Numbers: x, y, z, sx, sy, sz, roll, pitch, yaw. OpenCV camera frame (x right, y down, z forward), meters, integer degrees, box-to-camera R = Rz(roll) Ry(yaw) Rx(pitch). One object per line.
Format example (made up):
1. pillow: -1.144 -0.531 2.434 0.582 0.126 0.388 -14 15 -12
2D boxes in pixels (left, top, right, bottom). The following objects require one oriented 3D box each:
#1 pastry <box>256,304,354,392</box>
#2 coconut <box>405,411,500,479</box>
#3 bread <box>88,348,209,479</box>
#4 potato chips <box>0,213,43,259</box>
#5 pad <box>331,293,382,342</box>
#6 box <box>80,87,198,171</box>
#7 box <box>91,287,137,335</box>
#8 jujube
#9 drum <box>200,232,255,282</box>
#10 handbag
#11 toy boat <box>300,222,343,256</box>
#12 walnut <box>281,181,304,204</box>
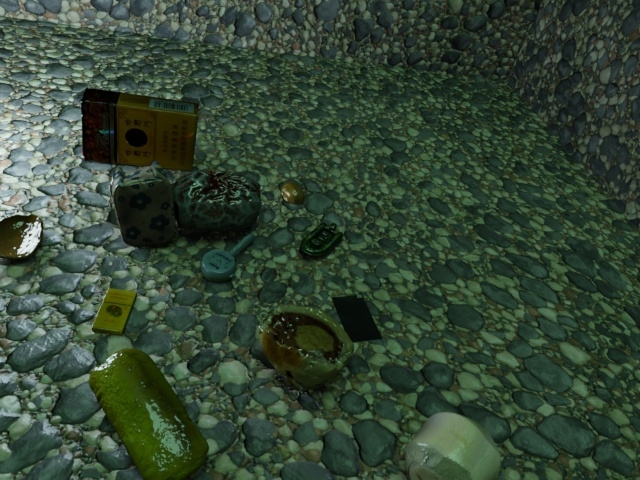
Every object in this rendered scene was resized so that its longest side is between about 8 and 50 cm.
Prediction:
1. pastry: -0.048 0.307 1.558 0.256 0.170 0.237 33 23 27
2. coconut: 0.335 0.538 1.374 0.224 0.224 0.234 31 44 18
3. bread: -0.422 0.414 1.347 0.166 0.112 0.383 -22 52 -36
4. potato chips: -0.948 -0.007 1.719 0.150 0.049 0.201 2 40 -20
5. pad: 0.116 0.250 1.790 0.116 0.004 0.193 -3 44 -20
6. box: -0.688 -0.418 2.113 0.415 0.264 0.115 5 41 -15
7. box: -0.596 0.206 1.605 0.087 0.023 0.155 12 40 -8
8. jujube: -0.363 -0.136 1.924 0.317 0.226 0.226 -5 44 -25
9. drum: -0.287 0.058 1.849 0.130 0.049 0.253 38 45 26
10. handbag: -0.586 -0.128 1.827 0.190 0.251 0.193 -10 36 -16
11. toy boat: 0.000 0.000 2.005 0.104 0.052 0.210 32 42 16
12. walnut: -0.106 -0.198 2.201 0.091 0.052 0.121 -10 48 -31
